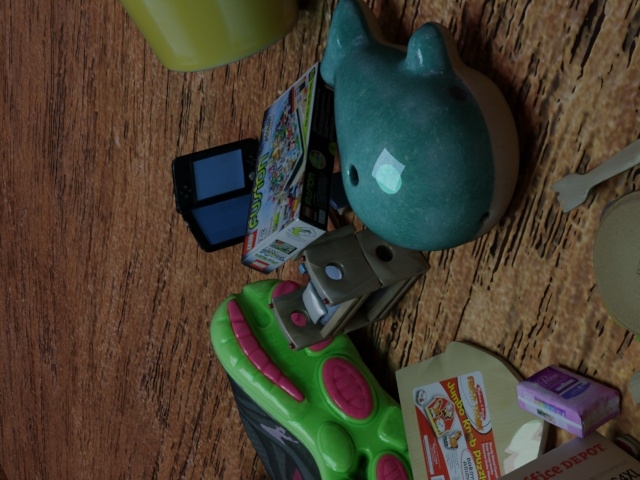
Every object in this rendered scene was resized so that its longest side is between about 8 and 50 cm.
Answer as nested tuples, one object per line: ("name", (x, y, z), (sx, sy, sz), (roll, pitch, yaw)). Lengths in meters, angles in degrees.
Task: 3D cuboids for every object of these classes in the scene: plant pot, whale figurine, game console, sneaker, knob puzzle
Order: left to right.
("plant pot", (-0.136, -0.319, 1.201), (0.254, 0.254, 0.239), (27, 143, 53))
("game console", (-0.112, -0.058, 1.409), (0.071, 0.122, 0.107), (29, 129, 50))
("sneaker", (0.036, 0.263, 1.330), (0.483, 0.185, 0.202), (61, 169, 24))
("whale figurine", (0.062, -0.109, 1.057), (0.272, 0.141, 0.216), (55, 147, 30))
("knob puzzle", (0.163, 0.195, 1.152), (0.213, 0.030, 0.213), (-3, 86, 52))

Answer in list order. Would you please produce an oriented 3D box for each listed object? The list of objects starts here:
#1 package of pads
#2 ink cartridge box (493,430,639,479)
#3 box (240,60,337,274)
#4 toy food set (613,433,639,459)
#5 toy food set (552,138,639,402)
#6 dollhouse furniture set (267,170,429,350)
("package of pads", (0.221, 0.142, 1.016), (0.083, 0.050, 0.032), (22, 130, 54))
("ink cartridge box", (0.243, 0.260, 0.920), (0.203, 0.148, 0.086), (36, 129, 38))
("box", (-0.029, -0.077, 1.204), (0.114, 0.036, 0.207), (-36, 38, 46))
("toy food set", (0.262, 0.218, 1.019), (0.078, 0.019, 0.122), (51, 145, 33))
("toy food set", (0.265, 0.020, 0.895), (0.132, 0.038, 0.192), (-34, 70, 53))
("dollhouse furniture set", (0.000, 0.000, 1.239), (0.184, 0.129, 0.129), (62, 150, 18))
